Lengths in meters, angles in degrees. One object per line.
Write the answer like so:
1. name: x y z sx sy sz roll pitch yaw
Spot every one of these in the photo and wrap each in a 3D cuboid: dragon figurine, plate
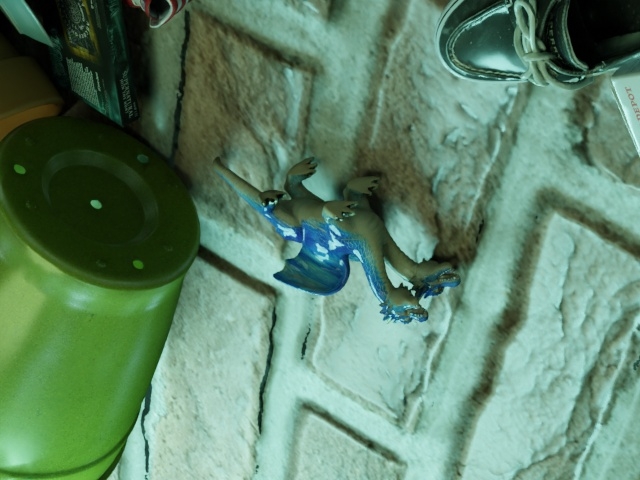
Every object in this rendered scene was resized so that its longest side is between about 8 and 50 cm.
1. dragon figurine: 0.000 0.000 1.655 0.289 0.085 0.144 12 132 29
2. plate: -0.336 -0.269 1.655 0.188 0.024 0.188 53 176 6

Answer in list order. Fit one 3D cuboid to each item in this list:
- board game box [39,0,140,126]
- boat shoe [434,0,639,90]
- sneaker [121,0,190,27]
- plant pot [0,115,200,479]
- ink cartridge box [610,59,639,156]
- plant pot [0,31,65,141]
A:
1. board game box: -0.246 -0.221 1.681 0.126 0.026 0.186 33 142 36
2. boat shoe: 0.203 -0.175 1.317 0.306 0.105 0.113 -5 121 42
3. sneaker: -0.172 -0.239 1.596 0.118 0.067 0.042 -2 124 41
4. plant pot: -0.309 0.061 1.796 0.366 0.366 0.353 40 128 2
5. ink cartridge box: 0.311 -0.115 1.324 0.122 0.052 0.088 -5 121 41
6. plant pot: -0.452 -0.163 1.744 0.291 0.291 0.203 -29 91 49
